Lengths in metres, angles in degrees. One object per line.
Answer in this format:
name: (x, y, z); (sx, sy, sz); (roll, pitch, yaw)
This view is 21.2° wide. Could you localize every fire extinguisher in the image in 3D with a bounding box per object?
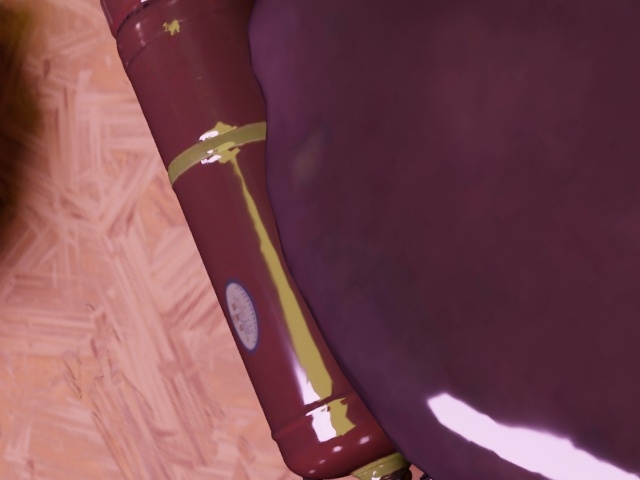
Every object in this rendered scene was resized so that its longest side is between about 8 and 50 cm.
fire extinguisher: (0.000, 0.000, 0.872); (0.141, 0.105, 0.341); (-31, 76, 34)

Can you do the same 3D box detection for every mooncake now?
mooncake: (0.180, -0.052, 0.493); (0.381, 0.212, 0.350); (-29, 57, 29)
